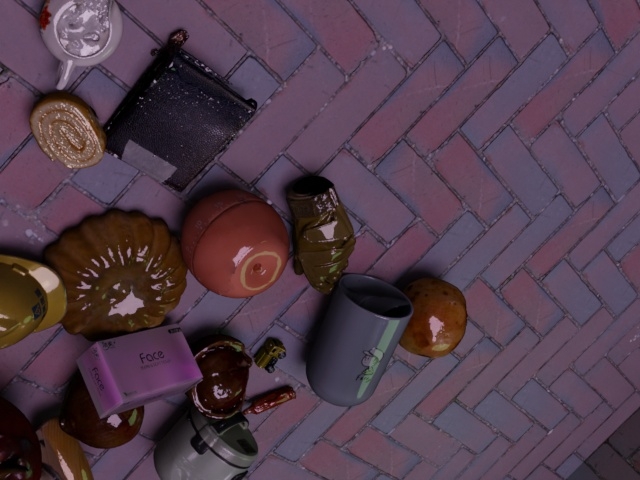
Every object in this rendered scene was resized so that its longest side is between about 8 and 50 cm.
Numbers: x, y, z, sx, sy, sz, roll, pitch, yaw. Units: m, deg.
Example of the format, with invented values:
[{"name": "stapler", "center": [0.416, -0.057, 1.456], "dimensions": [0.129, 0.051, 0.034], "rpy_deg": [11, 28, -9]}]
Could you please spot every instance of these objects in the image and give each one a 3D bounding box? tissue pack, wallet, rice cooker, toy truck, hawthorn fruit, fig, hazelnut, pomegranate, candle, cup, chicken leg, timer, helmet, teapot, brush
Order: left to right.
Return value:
[{"name": "hawthorn fruit", "center": [-0.706, 0.448, 1.583], "dimensions": [0.285, 0.369, 0.284], "rpy_deg": [3, 86, -49]}, {"name": "helmet", "center": [-0.645, 0.143, 1.518], "dimensions": [0.257, 0.140, 0.205], "rpy_deg": [0, 119, -2]}, {"name": "brush", "center": [-0.640, 0.543, 1.780], "dimensions": [0.166, 0.174, 0.266], "rpy_deg": [-28, 123, -48]}, {"name": "teapot", "center": [-0.431, -0.376, 1.382], "dimensions": [0.145, 0.092, 0.226], "rpy_deg": [14, 113, -31]}, {"name": "fig", "center": [-0.501, 0.384, 1.769], "dimensions": [0.205, 0.205, 0.205], "rpy_deg": [-14, 125, -21]}, {"name": "tissue pack", "center": [-0.394, 0.286, 1.712], "dimensions": [0.092, 0.148, 0.246], "rpy_deg": [-36, 165, 31]}, {"name": "chicken leg", "center": [-0.289, -0.378, 1.503], "dimensions": [0.083, 0.021, 0.036], "rpy_deg": [-37, 138, 6]}, {"name": "wallet", "center": [-0.289, -0.240, 1.561], "dimensions": [0.221, 0.071, 0.262], "rpy_deg": [29, 111, -40]}, {"name": "rice cooker", "center": [-0.282, 0.533, 1.959], "dimensions": [0.244, 0.226, 0.226], "rpy_deg": [-50, 129, 5]}, {"name": "hazelnut", "center": [-0.255, 0.324, 1.869], "dimensions": [0.170, 0.160, 0.201], "rpy_deg": [-43, 142, -44]}, {"name": "timer", "center": [-0.185, 0.006, 1.669], "dimensions": [0.229, 0.215, 0.229], "rpy_deg": [-22, 133, -26]}, {"name": "candle", "center": [-0.144, 0.431, 2.077], "dimensions": [0.162, 0.048, 0.053], "rpy_deg": [-17, 169, -26]}, {"name": "toy truck", "center": [-0.129, 0.294, 1.998], "dimensions": [0.054, 0.049, 0.083], "rpy_deg": [28, 105, -37]}, {"name": "cup", "center": [0.092, 0.265, 1.999], "dimensions": [0.205, 0.205, 0.312], "rpy_deg": [6, 117, -31]}, {"name": "pomegranate", "center": [0.302, 0.209, 2.071], "dimensions": [0.215, 0.215, 0.215], "rpy_deg": [-14, 125, -21]}]

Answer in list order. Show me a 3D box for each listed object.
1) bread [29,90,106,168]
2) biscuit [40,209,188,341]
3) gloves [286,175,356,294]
[{"name": "bread", "center": [-0.481, -0.208, 1.466], "dimensions": [0.122, 0.073, 0.149], "rpy_deg": [-23, 120, 3]}, {"name": "biscuit", "center": [-0.441, 0.091, 1.670], "dimensions": [0.326, 0.107, 0.325], "rpy_deg": [-12, 125, -18]}, {"name": "gloves", "center": [0.005, 0.006, 1.829], "dimensions": [0.154, 0.141, 0.331], "rpy_deg": [-24, 128, -15]}]
